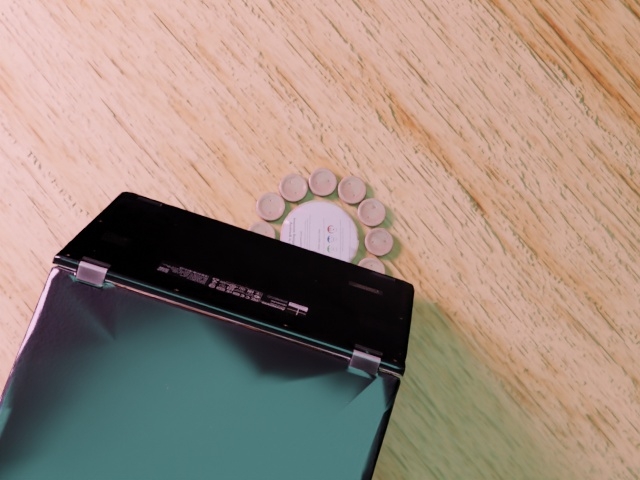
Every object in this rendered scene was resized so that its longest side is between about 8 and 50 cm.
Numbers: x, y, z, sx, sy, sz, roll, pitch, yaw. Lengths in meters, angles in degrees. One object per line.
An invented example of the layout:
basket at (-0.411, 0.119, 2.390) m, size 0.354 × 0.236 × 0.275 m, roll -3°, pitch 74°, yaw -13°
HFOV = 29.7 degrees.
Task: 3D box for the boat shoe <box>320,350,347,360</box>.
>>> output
boat shoe at (0.028, 0.153, 1.445) m, size 0.066 × 0.066 × 0.183 m, roll 26°, pitch 80°, yaw -7°

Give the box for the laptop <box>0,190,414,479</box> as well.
laptop at (-0.120, 0.158, 1.329) m, size 0.382 × 0.408 × 0.236 m, roll 18°, pitch 109°, yaw 1°

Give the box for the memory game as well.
memory game at (0.000, 0.000, 1.501) m, size 0.186 × 0.012 × 0.186 m, roll 1°, pitch 80°, yaw -5°
